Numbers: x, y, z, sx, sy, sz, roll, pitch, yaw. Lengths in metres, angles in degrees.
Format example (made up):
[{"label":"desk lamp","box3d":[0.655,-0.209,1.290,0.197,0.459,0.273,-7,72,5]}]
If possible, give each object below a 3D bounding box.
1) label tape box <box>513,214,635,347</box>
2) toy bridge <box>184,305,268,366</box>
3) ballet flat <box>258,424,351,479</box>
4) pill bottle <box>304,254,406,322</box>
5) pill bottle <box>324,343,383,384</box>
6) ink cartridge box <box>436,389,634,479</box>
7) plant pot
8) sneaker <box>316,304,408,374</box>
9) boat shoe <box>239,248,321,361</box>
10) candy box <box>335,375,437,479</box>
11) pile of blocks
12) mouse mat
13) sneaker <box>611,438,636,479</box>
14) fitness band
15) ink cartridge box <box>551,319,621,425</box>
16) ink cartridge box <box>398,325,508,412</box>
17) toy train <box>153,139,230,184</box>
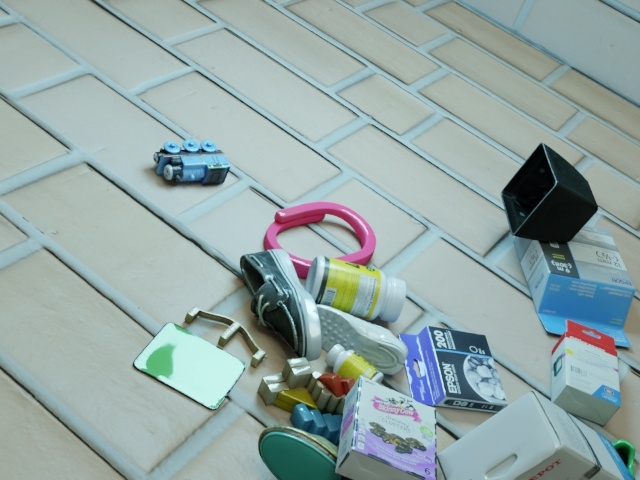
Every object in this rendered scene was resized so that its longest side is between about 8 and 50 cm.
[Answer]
[{"label":"label tape box","box3d":[0.663,0.099,2.365,0.249,0.115,0.348,11,37,-13]},{"label":"toy bridge","box3d":[-0.186,0.191,1.897,0.188,0.026,0.063,32,37,11]},{"label":"ballet flat","box3d":[0.047,0.437,1.658,0.348,0.123,0.123,31,38,10]},{"label":"pill bottle","box3d":[0.076,0.112,2.049,0.208,0.119,0.119,15,38,-11]},{"label":"pill bottle","box3d":[0.067,0.267,1.900,0.116,0.065,0.065,37,40,18]},{"label":"ink cartridge box","box3d":[0.391,0.420,1.648,0.307,0.223,0.129,34,25,-40]},{"label":"plant pot","box3d":[0.594,-0.104,2.357,0.167,0.187,0.188,22,36,-19]},{"label":"sneaker","box3d":[0.078,0.205,1.981,0.235,0.090,0.095,30,25,3]},{"label":"boat shoe","box3d":[-0.092,0.140,1.952,0.119,0.121,0.335,-5,33,-20]},{"label":"candy box","box3d":[0.121,0.356,1.647,0.164,0.070,0.196,24,31,-8]},{"label":"pile of blocks","box3d":[0.057,0.331,1.779,0.362,0.113,0.149,20,37,-3]},{"label":"mouse mat","box3d":[-0.255,0.244,1.815,0.189,0.007,0.153,28,38,6]},{"label":"sneaker","box3d":[0.550,0.493,1.819,0.109,0.124,0.295,31,39,11]},{"label":"fitness band","box3d":[0.000,0.000,2.207,0.290,0.054,0.209,-15,54,-38]},{"label":"ink cartridge box","box3d":[0.608,0.299,2.121,0.134,0.078,0.231,22,37,-1]},{"label":"ink cartridge box","box3d":[0.287,0.278,2.015,0.208,0.045,0.206,8,40,-16]},{"label":"toy train","box3d":[-0.315,-0.189,2.255,0.184,0.080,0.105,-5,51,-32]}]
